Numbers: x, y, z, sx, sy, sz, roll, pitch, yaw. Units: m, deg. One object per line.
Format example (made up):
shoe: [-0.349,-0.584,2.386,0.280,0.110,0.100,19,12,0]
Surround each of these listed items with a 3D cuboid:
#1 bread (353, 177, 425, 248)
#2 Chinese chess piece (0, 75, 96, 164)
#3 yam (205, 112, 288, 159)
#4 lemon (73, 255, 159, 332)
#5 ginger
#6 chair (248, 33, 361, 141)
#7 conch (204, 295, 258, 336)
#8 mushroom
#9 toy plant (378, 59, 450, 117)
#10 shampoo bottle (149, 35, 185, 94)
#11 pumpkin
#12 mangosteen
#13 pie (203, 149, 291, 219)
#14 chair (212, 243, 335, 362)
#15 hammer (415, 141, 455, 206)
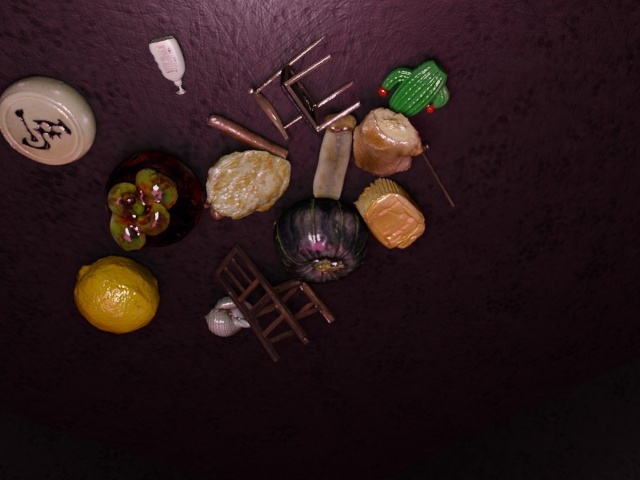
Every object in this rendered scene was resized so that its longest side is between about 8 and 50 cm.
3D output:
bread: [0.235,-0.091,1.610,0.179,0.133,0.250,-37,124,24]
Chinese chess piece: [-0.769,-0.333,1.353,0.249,0.101,0.251,-1,131,-2]
yam: [-0.218,-0.311,1.447,0.263,0.046,0.046,23,125,-24]
lemon: [-0.713,0.197,1.704,0.268,0.268,0.321,-38,125,25]
ginger: [0.202,-0.275,1.400,0.221,0.130,0.275,7,162,33]
chair: [-0.049,-0.392,1.311,0.272,0.167,0.188,-28,127,18]
conch: [-0.355,0.292,1.899,0.199,0.131,0.173,-2,108,-24]
mushroom: [0.040,-0.258,1.494,0.099,0.081,0.312,8,134,-4]
toy plant: [0.249,-0.419,1.367,0.240,0.088,0.155,-13,124,29]
shampoo bottle: [-0.400,-0.470,1.299,0.077,0.045,0.152,-13,128,4]
pumpkin: [0.000,0.000,1.585,0.322,0.242,0.323,0,145,0]
mangosteen: [-0.497,-0.120,1.424,0.310,0.311,0.312,-2,131,-2]
pie: [-0.226,-0.176,1.494,0.274,0.106,0.257,-11,140,-21]
chair: [-0.177,0.212,1.823,0.203,0.416,0.240,-46,164,30]
hammer: [0.391,-0.209,1.595,0.058,0.029,0.292,-27,129,20]
